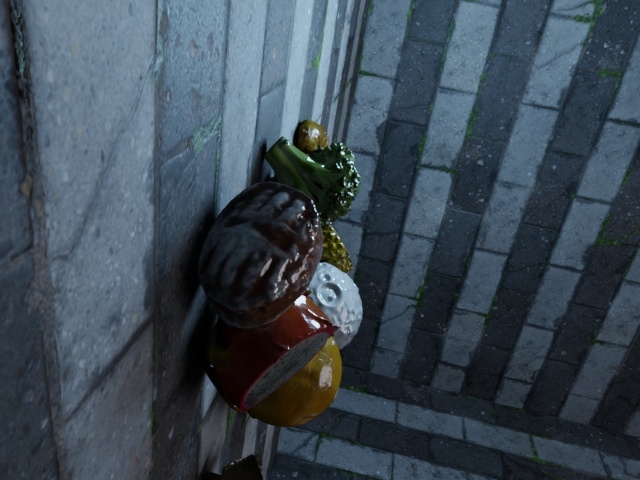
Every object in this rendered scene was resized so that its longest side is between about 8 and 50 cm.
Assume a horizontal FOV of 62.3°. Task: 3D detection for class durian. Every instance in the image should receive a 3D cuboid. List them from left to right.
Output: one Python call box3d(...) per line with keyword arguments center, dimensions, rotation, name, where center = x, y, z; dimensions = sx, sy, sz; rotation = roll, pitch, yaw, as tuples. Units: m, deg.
box3d(center=(0.000, -0.001, 1.993), dimensions=(0.112, 0.341, 0.191), rotation=(-32, 177, -6), name="durian")

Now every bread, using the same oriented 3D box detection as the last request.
box3d(center=(-0.027, -0.343, 1.788), dimensions=(0.344, 0.083, 0.124), rotation=(-31, 133, -82), name="bread")

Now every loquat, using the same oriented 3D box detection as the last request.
box3d(center=(-0.093, 0.360, 1.494), dimensions=(0.328, 0.328, 0.329), rotation=(12, 90, -85), name="loquat")

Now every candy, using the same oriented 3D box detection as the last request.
box3d(center=(-0.113, 0.020, 1.016), dimensions=(0.157, 0.214, 0.290), rotation=(83, 29, -60), name="candy")

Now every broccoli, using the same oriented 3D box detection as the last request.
box3d(center=(-0.036, -0.136, 1.380), dimensions=(0.288, 0.259, 0.235), rotation=(-67, -178, -52), name="broccoli")

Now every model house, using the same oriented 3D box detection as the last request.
box3d(center=(-0.228, 0.672, 1.475), dimensions=(0.248, 0.176, 0.181), rotation=(-48, 150, -69), name="model house")

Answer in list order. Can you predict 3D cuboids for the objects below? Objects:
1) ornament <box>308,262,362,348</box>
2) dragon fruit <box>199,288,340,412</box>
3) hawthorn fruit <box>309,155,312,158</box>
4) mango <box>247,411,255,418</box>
box3d(center=(-0.012, 0.242, 1.879), dimensions=(0.337, 0.336, 0.338), rotation=(12, 90, -85), name="ornament")
box3d(center=(-0.134, 0.199, 1.171), dimensions=(0.305, 0.226, 0.305), rotation=(-38, 163, -14), name="dragon fruit")
box3d(center=(-0.018, -0.162, 1.758), dimensions=(0.243, 0.207, 0.208), rotation=(115, -10, -68), name="hawthorn fruit")
box3d(center=(-0.194, 0.538, 1.833), dimensions=(0.262, 0.129, 0.167), rotation=(101, 9, -67), name="mango")
